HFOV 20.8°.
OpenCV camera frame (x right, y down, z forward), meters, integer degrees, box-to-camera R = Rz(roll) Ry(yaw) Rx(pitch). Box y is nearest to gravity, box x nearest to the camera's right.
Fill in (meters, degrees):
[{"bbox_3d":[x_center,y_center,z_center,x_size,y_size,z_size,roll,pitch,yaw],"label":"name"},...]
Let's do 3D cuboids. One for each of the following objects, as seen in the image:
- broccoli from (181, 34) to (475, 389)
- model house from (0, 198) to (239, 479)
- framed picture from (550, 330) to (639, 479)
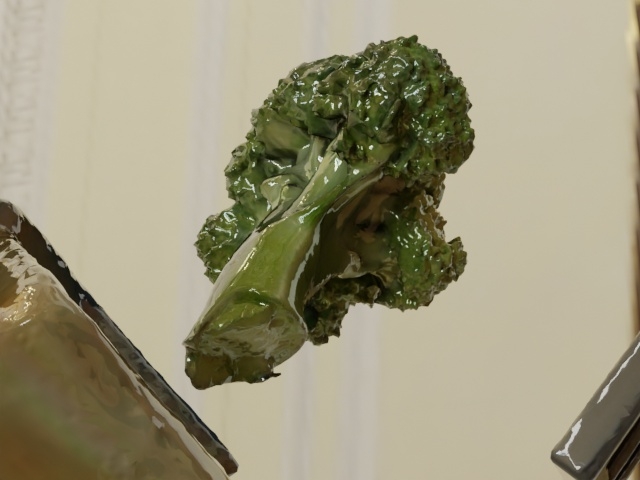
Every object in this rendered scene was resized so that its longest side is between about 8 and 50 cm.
[{"bbox_3d":[0.027,-0.015,1.206,0.186,0.254,0.302,32,-172,-16],"label":"broccoli"},{"bbox_3d":[-0.272,0.079,0.799,0.382,0.335,0.342,53,173,-18],"label":"model house"},{"bbox_3d":[0.208,-0.026,0.763,0.335,0.022,0.247,-54,-15,-4],"label":"framed picture"}]
